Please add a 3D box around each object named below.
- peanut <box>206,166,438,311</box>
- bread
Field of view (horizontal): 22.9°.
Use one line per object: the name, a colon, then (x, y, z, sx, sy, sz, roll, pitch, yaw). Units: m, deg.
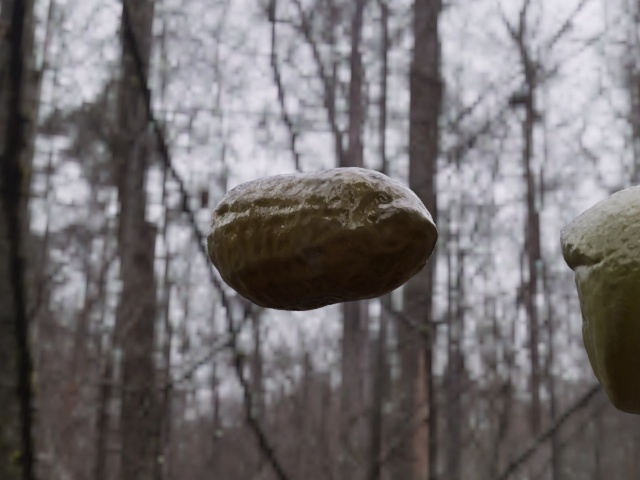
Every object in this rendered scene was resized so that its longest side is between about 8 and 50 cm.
peanut: (0.000, 0.000, 1.402, 0.224, 0.129, 0.129, 0, -20, 41)
bread: (0.448, 0.073, 2.032, 0.237, 0.320, 0.320, -16, -29, 20)
